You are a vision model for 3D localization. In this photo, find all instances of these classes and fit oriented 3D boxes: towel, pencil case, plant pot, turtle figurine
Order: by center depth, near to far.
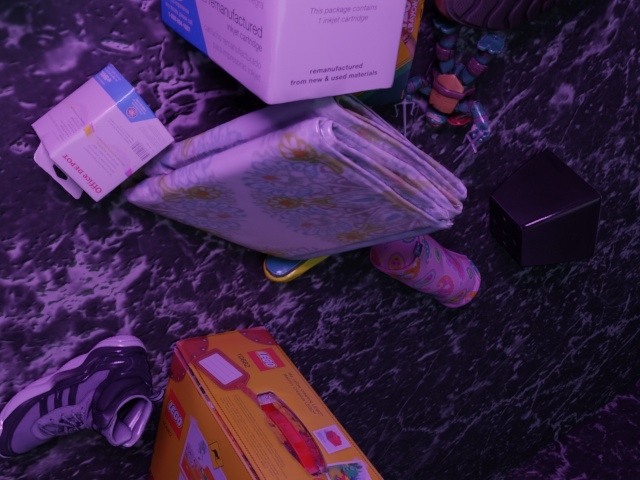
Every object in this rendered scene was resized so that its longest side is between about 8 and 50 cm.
[{"bbox_3d":[-0.033,-0.071,0.919,0.321,0.375,0.090,26,60,-45],"label":"towel"},{"bbox_3d":[0.211,-0.249,1.115,0.175,0.118,0.234,15,138,1],"label":"turtle figurine"},{"bbox_3d":[0.219,0.048,1.352,0.124,0.124,0.284,-53,137,7],"label":"pencil case"},{"bbox_3d":[0.471,-0.053,1.447,0.167,0.188,0.187,-22,136,-7],"label":"plant pot"}]

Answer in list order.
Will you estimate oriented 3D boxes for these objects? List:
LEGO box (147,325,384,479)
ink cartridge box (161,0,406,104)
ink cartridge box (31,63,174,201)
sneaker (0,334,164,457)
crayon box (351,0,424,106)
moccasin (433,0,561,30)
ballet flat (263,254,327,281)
[{"bbox_3d":[-0.095,0.451,1.126,0.193,0.500,0.372,-5,126,-36],"label":"LEGO box"},{"bbox_3d":[-0.040,-0.379,0.666,0.166,0.285,0.394,-16,130,-30],"label":"ink cartridge box"},{"bbox_3d":[-0.275,-0.128,0.822,0.143,0.090,0.092,-39,138,-6],"label":"ink cartridge box"},{"bbox_3d":[-0.367,0.268,1.015,0.269,0.153,0.101,-36,138,-12],"label":"sneaker"},{"bbox_3d":[0.058,-0.330,0.942,0.165,0.081,0.278,-15,130,-31],"label":"crayon box"},{"bbox_3d":[0.317,-0.438,1.043,0.380,0.147,0.139,-31,151,-22],"label":"moccasin"},{"bbox_3d":[0.000,0.000,1.178,0.231,0.077,0.077,-35,159,-9],"label":"ballet flat"}]
